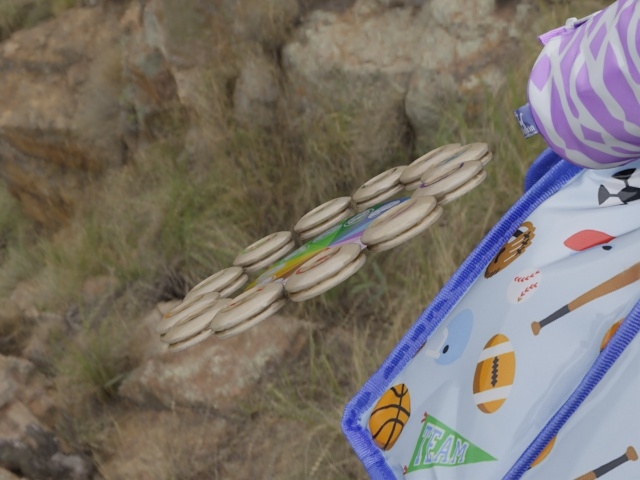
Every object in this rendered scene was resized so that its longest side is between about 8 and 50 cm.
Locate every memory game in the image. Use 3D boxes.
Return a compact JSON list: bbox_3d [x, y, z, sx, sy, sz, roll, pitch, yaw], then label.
[{"bbox_3d":[0.000,0.000,0.513,0.186,0.186,0.012,-32,99,-13],"label":"memory game"}]

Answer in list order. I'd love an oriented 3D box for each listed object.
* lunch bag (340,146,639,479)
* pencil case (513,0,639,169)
[{"bbox_3d":[0.262,0.098,0.766,0.385,0.327,0.239,-53,27,9],"label":"lunch bag"},{"bbox_3d":[0.180,-0.100,0.507,0.086,0.206,0.088,-12,82,-24],"label":"pencil case"}]
